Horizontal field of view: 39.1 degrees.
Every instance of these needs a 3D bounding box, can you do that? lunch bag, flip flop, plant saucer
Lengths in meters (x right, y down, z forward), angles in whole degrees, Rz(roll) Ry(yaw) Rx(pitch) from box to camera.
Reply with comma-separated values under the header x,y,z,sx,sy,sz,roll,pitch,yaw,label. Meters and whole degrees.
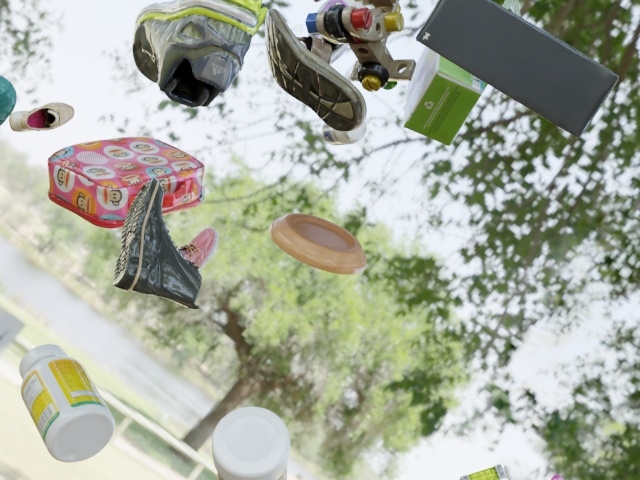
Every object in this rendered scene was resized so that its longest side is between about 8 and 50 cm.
x,y,z,sx,sy,sz,roll,pitch,yaw,label
-0.383,-0.121,1.854,0.258,0.120,0.293,24,27,33,lunch bag
-0.005,-0.279,1.457,0.277,0.080,0.112,45,-32,32,flip flop
0.000,0.000,1.726,0.200,0.037,0.200,20,21,-8,plant saucer

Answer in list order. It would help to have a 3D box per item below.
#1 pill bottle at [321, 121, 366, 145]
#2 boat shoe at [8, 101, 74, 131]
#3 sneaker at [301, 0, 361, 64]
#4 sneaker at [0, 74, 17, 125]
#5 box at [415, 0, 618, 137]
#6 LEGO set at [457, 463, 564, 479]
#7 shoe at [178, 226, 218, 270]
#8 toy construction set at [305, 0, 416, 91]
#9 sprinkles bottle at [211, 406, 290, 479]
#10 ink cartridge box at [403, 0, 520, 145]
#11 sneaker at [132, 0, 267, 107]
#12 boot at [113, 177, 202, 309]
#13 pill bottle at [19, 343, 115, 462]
x,y,z,sx,sy,sz,roll,pitch,yaw,label
0.053,-0.238,1.931,0.067,0.067,0.120,43,-11,-18,pill bottle
-0.601,-0.268,1.985,0.059,0.170,0.063,6,-69,33,boat shoe
0.040,-0.459,1.970,0.102,0.282,0.161,38,-28,-17,sneaker
-0.634,-0.171,1.508,0.121,0.302,0.108,32,-26,53,sneaker
0.284,-0.257,1.279,0.261,0.103,0.184,34,20,10,box
0.231,0.396,1.343,0.132,0.287,0.107,-49,-127,50,LEGO set
-0.316,0.033,2.202,0.063,0.178,0.081,27,-15,23,shoe
0.134,-0.408,1.608,0.237,0.309,0.257,52,25,-43,toy construction set
-0.112,0.414,1.500,0.121,0.121,0.355,35,-33,24,sprinkles bottle
0.246,-0.326,1.582,0.097,0.189,0.255,21,-51,-8,ink cartridge box
-0.169,-0.222,1.095,0.111,0.121,0.300,19,-9,-24,sneaker
-0.243,0.010,1.427,0.137,0.198,0.077,24,-32,-26,boot
-0.445,0.273,1.551,0.208,0.117,0.117,43,-5,43,pill bottle
